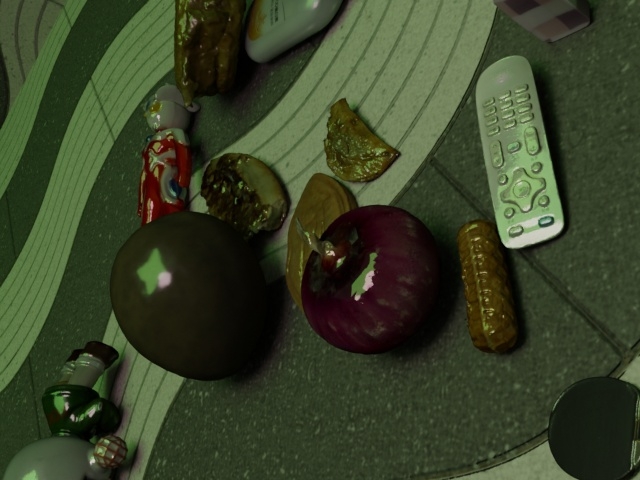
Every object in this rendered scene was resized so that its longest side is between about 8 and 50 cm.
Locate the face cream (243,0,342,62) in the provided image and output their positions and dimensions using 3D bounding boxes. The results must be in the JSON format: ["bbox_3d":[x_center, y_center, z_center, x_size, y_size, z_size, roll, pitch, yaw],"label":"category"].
[{"bbox_3d":[-0.021,-0.393,1.387,0.291,0.071,0.144,-15,61,50],"label":"face cream"}]

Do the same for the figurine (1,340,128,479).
[{"bbox_3d":[-0.436,0.354,1.464,0.281,0.167,0.370,-25,44,40],"label":"figurine"}]

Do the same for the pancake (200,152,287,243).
[{"bbox_3d":[-0.139,-0.020,1.379,0.266,0.057,0.245,14,92,60],"label":"pancake"}]

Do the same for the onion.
[{"bbox_3d":[0.056,0.043,0.975,0.177,0.153,0.177,-8,71,26],"label":"onion"}]

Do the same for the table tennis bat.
[{"bbox_3d":[0.262,0.165,0.740,0.158,0.014,0.095,-11,62,53],"label":"table tennis bat"}]

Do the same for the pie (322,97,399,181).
[{"bbox_3d":[0.044,-0.132,1.189,0.092,0.034,0.170,-52,43,19],"label":"pie"}]

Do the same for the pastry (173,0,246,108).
[{"bbox_3d":[-0.191,-0.373,1.508,0.235,0.132,0.240,-116,27,-63],"label":"pastry"}]

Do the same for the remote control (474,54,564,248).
[{"bbox_3d":[0.216,-0.099,0.927,0.073,0.044,0.229,-19,63,29],"label":"remote control"}]

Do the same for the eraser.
[{"bbox_3d":[0.240,-0.257,0.923,0.065,0.105,0.026,-21,55,46],"label":"eraser"}]

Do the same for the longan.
[{"bbox_3d":[-0.186,0.084,1.220,0.248,0.248,0.248,-30,49,42],"label":"longan"}]

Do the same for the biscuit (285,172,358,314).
[{"bbox_3d":[0.000,0.000,1.178,0.142,0.029,0.221,-23,54,46],"label":"biscuit"}]

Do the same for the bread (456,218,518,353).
[{"bbox_3d":[0.174,0.046,0.899,0.052,0.044,0.157,-40,42,42],"label":"bread"}]

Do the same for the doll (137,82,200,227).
[{"bbox_3d":[-0.292,-0.127,1.600,0.188,0.099,0.384,-26,55,45],"label":"doll"}]
